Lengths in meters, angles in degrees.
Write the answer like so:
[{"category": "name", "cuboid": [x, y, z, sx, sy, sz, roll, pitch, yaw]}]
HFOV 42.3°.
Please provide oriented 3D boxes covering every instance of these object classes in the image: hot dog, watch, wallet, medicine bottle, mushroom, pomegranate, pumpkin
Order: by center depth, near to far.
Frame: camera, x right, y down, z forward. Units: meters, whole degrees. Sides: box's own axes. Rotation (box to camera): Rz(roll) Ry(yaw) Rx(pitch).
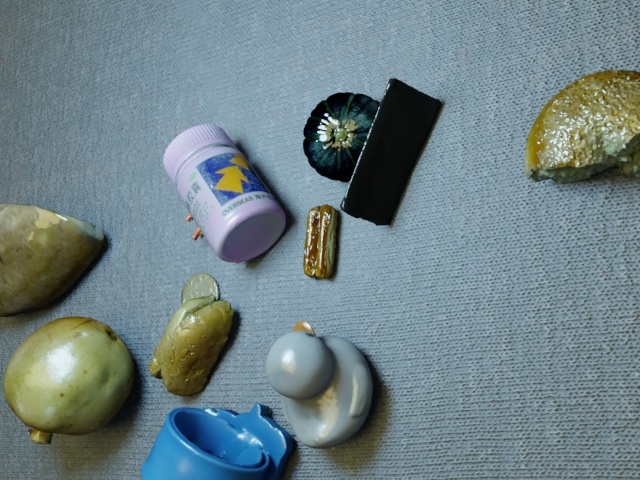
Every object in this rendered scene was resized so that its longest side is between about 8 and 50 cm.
[{"category": "wallet", "cuboid": [0.138, -0.172, 1.659, 0.030, 0.146, 0.285, 27, 97, 48]}, {"category": "pumpkin", "cuboid": [0.059, -0.212, 1.716, 0.194, 0.150, 0.194, -8, 74, 31]}, {"category": "watch", "cuboid": [-0.245, 0.437, 1.719, 0.305, 0.275, 0.241, 27, 97, 30]}, {"category": "hot dog", "cuboid": [0.000, 0.000, 1.778, 0.071, 0.045, 0.164, 0, 80, 36]}, {"category": "medicine bottle", "cuboid": [-0.220, -0.109, 1.868, 0.178, 0.178, 0.290, -46, 60, 19]}, {"category": "pomegranate", "cuboid": [-0.603, 0.337, 1.977, 0.319, 0.319, 0.318, -7, 77, 33]}, {"category": "mushroom", "cuboid": [-0.762, 0.054, 2.177, 0.398, 0.224, 0.313, 2, 80, 34]}]

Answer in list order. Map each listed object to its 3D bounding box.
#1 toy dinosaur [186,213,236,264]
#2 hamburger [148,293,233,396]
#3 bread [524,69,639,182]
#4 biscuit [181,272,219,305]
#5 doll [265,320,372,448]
[{"category": "toy dinosaur", "cuboid": [-0.261, -0.038, 1.956, 0.101, 0.055, 0.279, -35, 62, 11]}, {"category": "hamburger", "cuboid": [-0.298, 0.240, 1.883, 0.124, 0.131, 0.262, 36, 106, 30]}, {"category": "bread", "cuboid": [0.501, -0.197, 1.403, 0.314, 0.171, 0.191, 3, 86, 34]}, {"category": "biscuit", "cuboid": [-0.286, 0.135, 1.963, 0.120, 0.015, 0.120, -7, 76, 32]}, {"category": "doll", "cuboid": [-0.015, 0.283, 1.634, 0.221, 0.221, 0.250, -11, 75, 32]}]
